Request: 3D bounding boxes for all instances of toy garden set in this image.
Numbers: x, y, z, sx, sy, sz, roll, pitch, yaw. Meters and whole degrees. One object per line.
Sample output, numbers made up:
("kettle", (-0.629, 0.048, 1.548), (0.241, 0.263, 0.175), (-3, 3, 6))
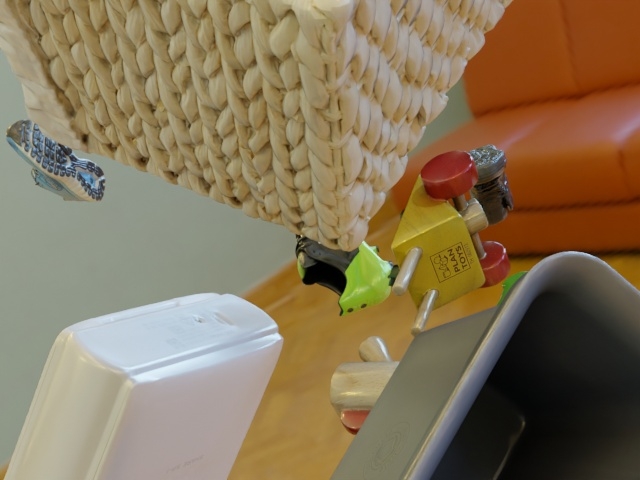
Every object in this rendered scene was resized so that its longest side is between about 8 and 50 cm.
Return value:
("toy garden set", (0.055, 0.097, 0.633), (0.049, 0.203, 0.244), (-4, 36, 31))

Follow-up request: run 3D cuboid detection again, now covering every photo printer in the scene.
("photo printer", (-0.178, 0.209, 1.201), (0.256, 0.107, 0.307), (-10, -52, -59))

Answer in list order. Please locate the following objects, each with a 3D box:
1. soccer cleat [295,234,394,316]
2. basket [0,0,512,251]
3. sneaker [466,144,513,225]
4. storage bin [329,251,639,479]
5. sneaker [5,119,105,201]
("soccer cleat", (0.000, 0.000, 1.249), (0.072, 0.060, 0.179), (-26, 51, -19))
("basket", (-0.027, -0.213, 0.859), (0.328, 0.266, 0.331), (-58, -15, -20))
("sneaker", (0.193, -0.058, 1.482), (0.051, 0.089, 0.170), (-16, 10, 8))
("storage bin", (0.051, 0.083, 0.394), (0.135, 0.098, 0.091), (-57, 15, -21))
("sneaker", (-0.346, -0.091, 1.658), (0.073, 0.162, 0.063), (-12, 53, 27))
